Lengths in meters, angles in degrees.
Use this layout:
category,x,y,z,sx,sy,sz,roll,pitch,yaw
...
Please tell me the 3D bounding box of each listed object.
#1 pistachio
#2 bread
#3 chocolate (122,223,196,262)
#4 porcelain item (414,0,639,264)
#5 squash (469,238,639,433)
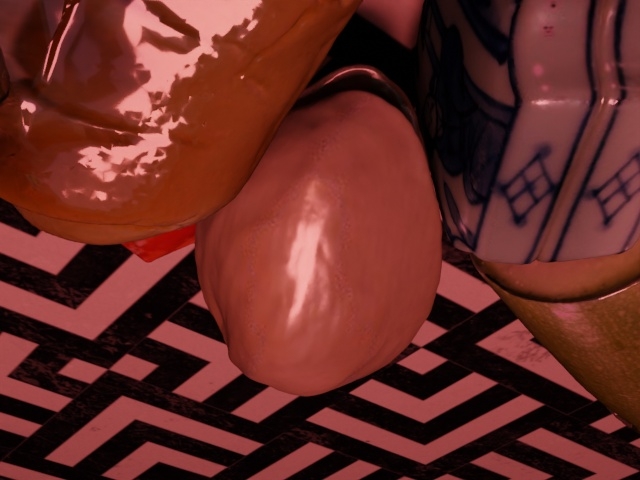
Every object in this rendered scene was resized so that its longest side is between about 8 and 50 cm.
category,x,y,z,sx,sy,sz,roll,pitch,yaw
pistachio,0.000,0.000,0.814,0.226,0.207,0.331,12,119,5
bread,-0.171,-0.151,0.667,0.300,0.210,0.341,44,117,11
chocolate,-0.161,-0.107,0.910,0.235,0.108,0.237,-24,134,26
porcelain item,0.175,-0.142,0.737,0.157,0.281,0.285,-1,142,-6
squash,0.359,0.049,0.991,0.263,0.263,0.384,-24,136,25
